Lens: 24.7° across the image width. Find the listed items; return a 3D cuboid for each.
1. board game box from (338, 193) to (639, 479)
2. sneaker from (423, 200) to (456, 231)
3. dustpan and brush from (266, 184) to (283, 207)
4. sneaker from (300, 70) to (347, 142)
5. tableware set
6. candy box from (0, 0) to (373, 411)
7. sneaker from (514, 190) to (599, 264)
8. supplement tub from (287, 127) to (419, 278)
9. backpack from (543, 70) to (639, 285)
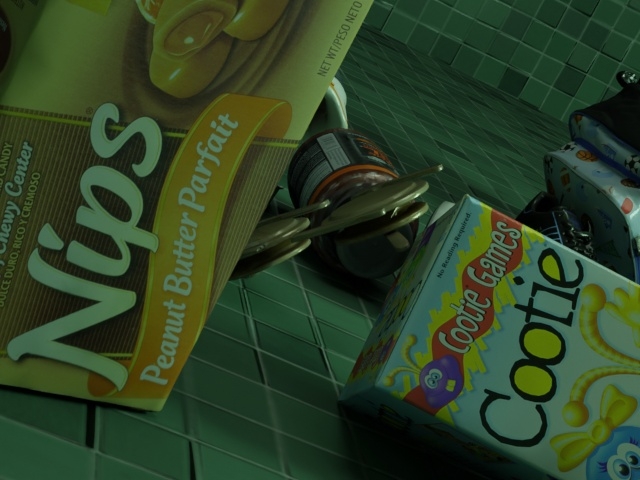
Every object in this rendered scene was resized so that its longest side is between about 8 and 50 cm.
[{"bbox_3d":[0.174,0.104,0.988,0.275,0.142,0.144,27,-13,-4],"label":"board game box"},{"bbox_3d":[0.152,0.032,1.364,0.123,0.106,0.290,29,12,13],"label":"sneaker"},{"bbox_3d":[-0.089,-0.062,1.342,0.147,0.060,0.211,23,14,-17],"label":"dustpan and brush"},{"bbox_3d":[-0.104,-0.162,1.525,0.321,0.126,0.127,0,51,-33],"label":"sneaker"},{"bbox_3d":[0.000,0.000,1.117,0.128,0.194,0.039,-36,107,-57],"label":"tableware set"},{"bbox_3d":[-0.109,-0.068,0.795,0.183,0.316,0.087,16,19,-39],"label":"candy box"},{"bbox_3d":[0.284,0.018,1.698,0.081,0.090,0.232,21,15,-27],"label":"sneaker"},{"bbox_3d":[0.032,-0.031,1.372,0.106,0.106,0.198,23,15,-18],"label":"supplement tub"},{"bbox_3d":[0.414,-0.032,1.824,0.263,0.213,0.276,66,-6,-35],"label":"backpack"}]
